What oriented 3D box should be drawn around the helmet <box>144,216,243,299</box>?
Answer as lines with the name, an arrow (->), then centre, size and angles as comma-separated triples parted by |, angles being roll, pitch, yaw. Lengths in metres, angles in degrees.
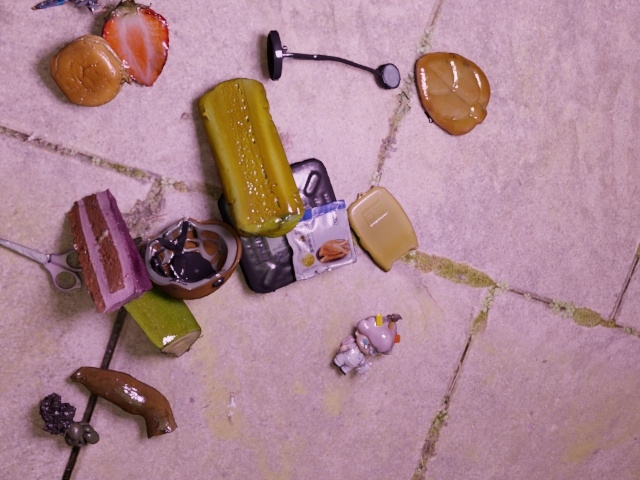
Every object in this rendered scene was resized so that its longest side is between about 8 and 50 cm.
helmet -> -0.297, 0.055, 1.372 | 0.224, 0.198, 0.130 | -22, 152, -27

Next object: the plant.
plant -> -0.599, 0.432, 1.386 | 0.085, 0.087, 0.174 | -24, 116, 24

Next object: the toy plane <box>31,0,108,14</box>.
toy plane -> -0.517, -0.523, 1.226 | 0.188, 0.062, 0.135 | -19, 78, -12

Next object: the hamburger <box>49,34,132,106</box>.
hamburger -> -0.487, -0.355, 1.239 | 0.147, 0.083, 0.138 | -21, 125, 15

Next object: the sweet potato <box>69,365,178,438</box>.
sweet potato -> -0.467, 0.387, 1.417 | 0.286, 0.085, 0.112 | 36, 92, -22

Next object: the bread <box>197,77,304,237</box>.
bread -> -0.160, -0.186, 1.352 | 0.166, 0.112, 0.383 | -19, 84, 1

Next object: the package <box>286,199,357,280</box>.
package -> 0.000, 0.000, 1.455 | 0.171, 0.027, 0.173 | -18, 109, -16

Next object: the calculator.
calculator -> 0.169, -0.034, 1.584 | 0.157, 0.033, 0.236 | -38, 109, -8

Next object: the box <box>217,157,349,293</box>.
box -> -0.083, -0.035, 1.472 | 0.290, 0.073, 0.289 | -22, 107, -15

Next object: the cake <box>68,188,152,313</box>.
cake -> -0.465, 0.026, 1.288 | 0.116, 0.113, 0.295 | -26, 70, 0

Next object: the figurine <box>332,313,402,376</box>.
figurine -> 0.134, 0.277, 1.599 | 0.229, 0.112, 0.137 | -41, 104, 7

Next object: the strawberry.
strawberry -> -0.392, -0.433, 1.279 | 0.147, 0.082, 0.187 | -7, 120, 4

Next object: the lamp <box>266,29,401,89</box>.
lamp -> 0.024, -0.435, 1.448 | 0.371, 0.108, 0.130 | -6, 91, -33

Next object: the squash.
squash -> -0.410, 0.135, 1.411 | 0.111, 0.203, 0.288 | -40, 78, -9

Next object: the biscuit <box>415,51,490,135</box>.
biscuit -> 0.355, -0.402, 1.570 | 0.260, 0.041, 0.203 | 34, 89, -24

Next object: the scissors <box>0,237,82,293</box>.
scissors -> -0.629, 0.040, 1.322 | 0.212, 0.021, 0.110 | 27, 84, -22
